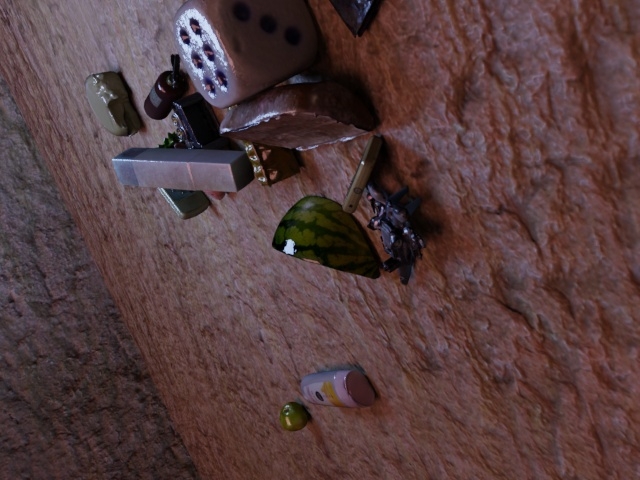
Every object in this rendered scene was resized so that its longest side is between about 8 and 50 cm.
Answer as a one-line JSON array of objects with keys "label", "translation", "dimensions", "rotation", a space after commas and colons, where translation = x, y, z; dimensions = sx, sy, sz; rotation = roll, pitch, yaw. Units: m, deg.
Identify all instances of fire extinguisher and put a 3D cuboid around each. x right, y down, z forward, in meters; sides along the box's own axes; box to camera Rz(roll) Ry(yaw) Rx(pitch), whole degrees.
[{"label": "fire extinguisher", "translation": [-0.385, -0.385, 1.793], "dimensions": [0.231, 0.071, 0.099], "rotation": [151, 116, -61]}]

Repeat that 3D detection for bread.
[{"label": "bread", "translation": [-0.131, -0.244, 1.495], "dimensions": [0.098, 0.087, 0.270], "rotation": [7, 124, 57]}]

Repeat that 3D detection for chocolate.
[{"label": "chocolate", "translation": [-0.050, -0.230, 1.315], "dimensions": [0.303, 0.185, 0.101], "rotation": [-6, 82, 56]}]

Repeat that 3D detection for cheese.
[{"label": "cheese", "translation": [-0.607, -0.394, 2.111], "dimensions": [0.203, 0.091, 0.175], "rotation": [60, 152, -8]}]

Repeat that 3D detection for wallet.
[{"label": "wallet", "translation": [0.058, -0.403, 1.095], "dimensions": [0.111, 0.030, 0.166], "rotation": [57, 151, 12]}]

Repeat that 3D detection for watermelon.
[{"label": "watermelon", "translation": [-0.022, 0.005, 1.524], "dimensions": [0.303, 0.128, 0.159], "rotation": [17, 132, 52]}]

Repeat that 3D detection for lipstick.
[{"label": "lipstick", "translation": [-0.329, -0.169, 1.700], "dimensions": [0.371, 0.080, 0.076], "rotation": [6, 122, 31]}]

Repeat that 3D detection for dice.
[{"label": "dice", "translation": [-0.134, -0.357, 1.277], "dimensions": [0.194, 0.191, 0.193], "rotation": [-2, 116, 60]}]

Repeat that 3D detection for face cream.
[{"label": "face cream", "translation": [0.039, 0.384, 1.868], "dimensions": [0.107, 0.073, 0.269], "rotation": [54, 152, -8]}]

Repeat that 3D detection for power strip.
[{"label": "power strip", "translation": [0.073, -0.115, 1.310], "dimensions": [0.028, 0.076, 0.169], "rotation": [20, 145, 0]}]

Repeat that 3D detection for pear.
[{"label": "pear", "translation": [-0.086, 0.543, 2.213], "dimensions": [0.092, 0.092, 0.097], "rotation": [-2, 117, 59]}]

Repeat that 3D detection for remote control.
[{"label": "remote control", "translation": [-0.412, -0.163, 2.017], "dimensions": [0.233, 0.098, 0.038], "rotation": [50, 145, 15]}]

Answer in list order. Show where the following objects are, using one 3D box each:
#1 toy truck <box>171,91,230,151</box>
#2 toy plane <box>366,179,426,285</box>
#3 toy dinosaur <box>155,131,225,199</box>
[{"label": "toy truck", "translation": [-0.287, -0.257, 1.738], "dimensions": [0.092, 0.083, 0.192], "rotation": [-5, 112, 54]}, {"label": "toy plane", "translation": [0.138, 0.004, 1.316], "dimensions": [0.169, 0.078, 0.246], "rotation": [46, 153, 40]}, {"label": "toy dinosaur", "translation": [-0.340, -0.186, 1.842], "dimensions": [0.177, 0.152, 0.194], "rotation": [25, 145, 33]}]
